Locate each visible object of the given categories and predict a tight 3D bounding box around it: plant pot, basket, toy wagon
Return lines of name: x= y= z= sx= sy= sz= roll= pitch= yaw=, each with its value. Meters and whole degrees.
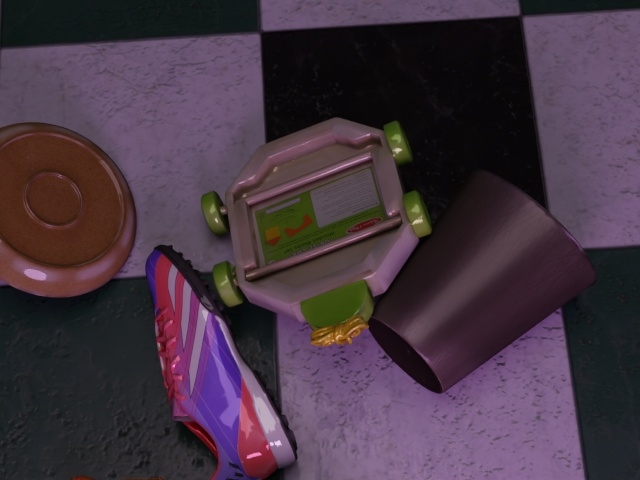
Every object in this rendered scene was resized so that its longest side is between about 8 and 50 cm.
plant pot: x=-0.332 y=-0.045 z=1.872 sx=0.236 sy=0.032 sz=0.236 roll=13 pitch=61 yaw=-24
basket: x=0.175 y=0.058 z=1.810 sx=0.227 sy=0.154 sz=0.204 roll=-43 pitch=69 yaw=-14
toy wagon: x=0.000 y=0.000 z=1.827 sx=0.267 sy=0.068 sz=0.344 roll=-21 pitch=49 yaw=10

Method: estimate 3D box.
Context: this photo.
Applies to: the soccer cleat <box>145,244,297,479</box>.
soccer cleat: x=-0.146 y=0.147 z=1.797 sx=0.116 sy=0.108 sz=0.318 roll=-28 pitch=70 yaw=-10

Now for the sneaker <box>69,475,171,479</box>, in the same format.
sneaker: x=-0.206 y=0.303 z=1.755 sx=0.175 sy=0.064 sz=0.067 roll=16 pitch=46 yaw=3
